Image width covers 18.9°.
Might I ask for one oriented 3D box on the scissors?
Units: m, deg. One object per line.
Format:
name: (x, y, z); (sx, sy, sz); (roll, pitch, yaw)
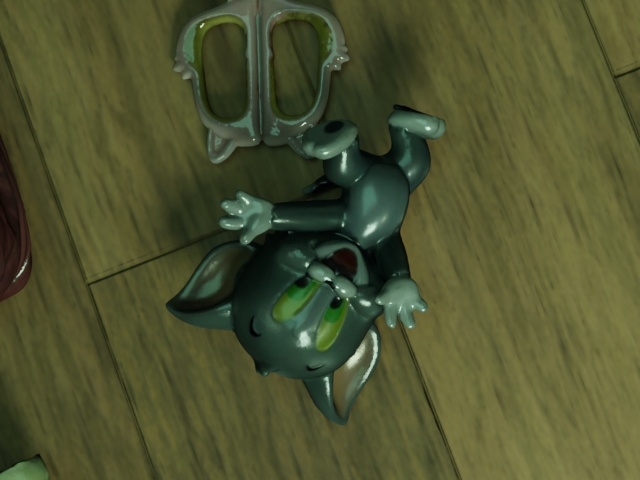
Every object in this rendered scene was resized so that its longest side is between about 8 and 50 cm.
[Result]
scissors: (-0.054, -0.227, 1.708); (0.160, 0.024, 0.317); (-2, 84, 9)

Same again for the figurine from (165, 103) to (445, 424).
figurine: (0.000, -0.003, 1.622); (0.193, 0.140, 0.265); (25, 74, -13)

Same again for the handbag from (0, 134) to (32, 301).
handbag: (-0.344, -0.037, 1.674); (0.146, 0.135, 0.225); (-20, 86, 4)

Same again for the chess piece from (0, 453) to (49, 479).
chess piece: (-0.247, 0.317, 1.634); (0.133, 0.133, 0.243); (-26, 88, 4)
